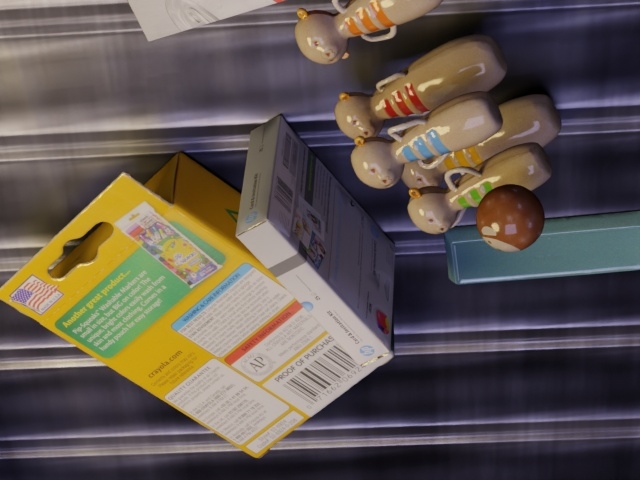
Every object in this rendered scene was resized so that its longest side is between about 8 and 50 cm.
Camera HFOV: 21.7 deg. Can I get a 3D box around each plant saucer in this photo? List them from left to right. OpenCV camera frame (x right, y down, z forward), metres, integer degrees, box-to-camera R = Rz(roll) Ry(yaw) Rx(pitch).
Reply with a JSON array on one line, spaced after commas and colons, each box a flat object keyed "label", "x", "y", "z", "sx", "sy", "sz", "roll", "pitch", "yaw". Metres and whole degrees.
[{"label": "plant saucer", "x": 0.213, "y": 0.010, "z": 1.566, "sx": 0.192, "sy": 0.018, "sz": 0.067, "roll": -4, "pitch": 130, "yaw": 7}]

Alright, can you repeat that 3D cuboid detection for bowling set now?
[{"label": "bowling set", "x": 0.088, "y": -0.070, "z": 1.351, "sx": 0.154, "sy": 0.200, "sz": 0.287, "roll": -24, "pitch": 141, "yaw": 23}]

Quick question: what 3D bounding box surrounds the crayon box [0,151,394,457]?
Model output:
[{"label": "crayon box", "x": -0.114, "y": 0.054, "z": 1.574, "sx": 0.323, "sy": 0.083, "sz": 0.203, "roll": 35, "pitch": 123, "yaw": -25}]

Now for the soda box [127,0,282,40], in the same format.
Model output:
[{"label": "soda box", "x": -0.019, "y": -0.252, "z": 1.300, "sx": 0.286, "sy": 0.098, "sz": 0.091, "roll": -15, "pitch": 128, "yaw": 13}]

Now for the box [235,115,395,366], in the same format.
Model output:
[{"label": "box", "x": 0.000, "y": 0.000, "z": 1.482, "sx": 0.038, "sy": 0.145, "sz": 0.186, "roll": -27, "pitch": 125, "yaw": 26}]
